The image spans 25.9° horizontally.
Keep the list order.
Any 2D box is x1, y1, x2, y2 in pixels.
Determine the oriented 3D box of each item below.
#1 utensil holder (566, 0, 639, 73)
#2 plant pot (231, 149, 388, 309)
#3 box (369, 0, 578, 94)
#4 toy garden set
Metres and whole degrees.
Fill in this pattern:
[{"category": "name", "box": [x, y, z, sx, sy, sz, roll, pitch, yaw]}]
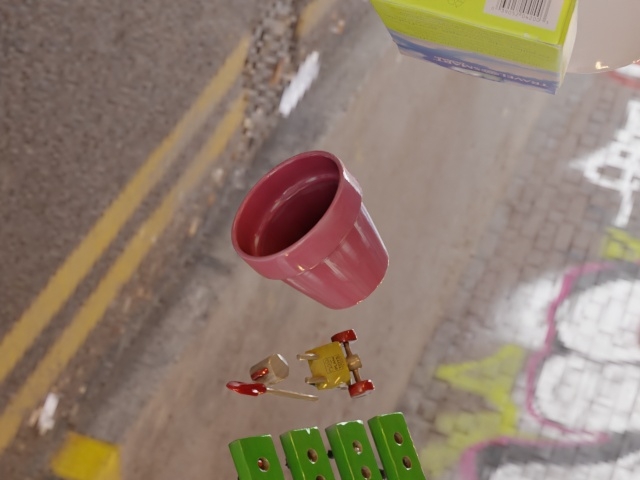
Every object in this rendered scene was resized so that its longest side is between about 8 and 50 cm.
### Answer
[{"category": "utensil holder", "box": [0.330, -0.439, 1.685, 0.385, 0.328, 0.327, 89, 23, -59]}, {"category": "plant pot", "box": [0.000, 0.000, 2.040, 0.180, 0.201, 0.201, 47, 55, -34]}, {"category": "box", "box": [0.090, -0.125, 0.786, 0.178, 0.109, 0.042, 10, 97, -81]}, {"category": "toy garden set", "box": [-0.009, 0.195, 1.369, 0.244, 0.049, 0.203, 0, 65, -49]}]
